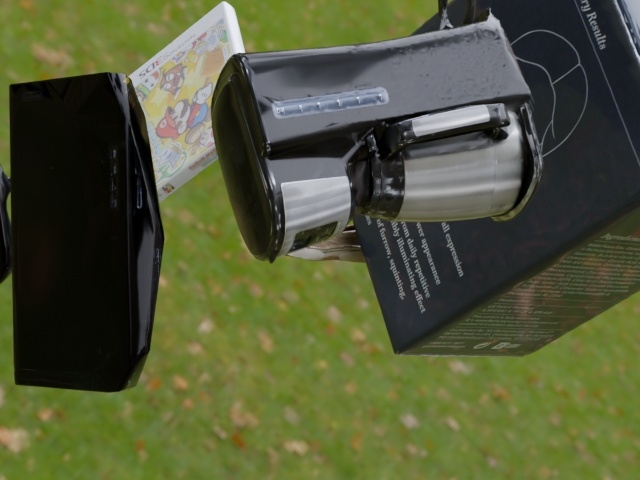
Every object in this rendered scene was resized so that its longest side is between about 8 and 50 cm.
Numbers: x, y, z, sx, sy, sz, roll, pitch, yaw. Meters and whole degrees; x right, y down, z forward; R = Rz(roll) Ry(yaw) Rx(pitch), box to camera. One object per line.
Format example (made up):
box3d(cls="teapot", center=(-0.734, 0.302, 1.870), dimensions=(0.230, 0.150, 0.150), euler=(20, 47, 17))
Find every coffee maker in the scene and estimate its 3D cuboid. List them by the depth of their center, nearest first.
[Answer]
box3d(cls="coffee maker", center=(0.025, -0.079, 1.043), dimensions=(0.178, 0.120, 0.171), euler=(-8, 51, -18))

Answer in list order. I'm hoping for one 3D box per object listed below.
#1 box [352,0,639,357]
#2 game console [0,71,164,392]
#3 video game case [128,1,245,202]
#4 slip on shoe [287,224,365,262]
box3d(cls="box", center=(0.228, -0.094, 1.674), dimensions=(0.212, 0.395, 0.293), euler=(4, 61, -42))
box3d(cls="game console", center=(-0.240, -0.001, 1.216), dimensions=(0.361, 0.213, 0.044), euler=(-2, -1, 45))
box3d(cls="video game case", center=(-0.173, -0.165, 2.093), dimensions=(0.026, 0.206, 0.227), euler=(35, 28, -40))
box3d(cls="slip on shoe", center=(0.000, 0.000, 1.768), dimensions=(0.135, 0.041, 0.051), euler=(5, 3, -41))
